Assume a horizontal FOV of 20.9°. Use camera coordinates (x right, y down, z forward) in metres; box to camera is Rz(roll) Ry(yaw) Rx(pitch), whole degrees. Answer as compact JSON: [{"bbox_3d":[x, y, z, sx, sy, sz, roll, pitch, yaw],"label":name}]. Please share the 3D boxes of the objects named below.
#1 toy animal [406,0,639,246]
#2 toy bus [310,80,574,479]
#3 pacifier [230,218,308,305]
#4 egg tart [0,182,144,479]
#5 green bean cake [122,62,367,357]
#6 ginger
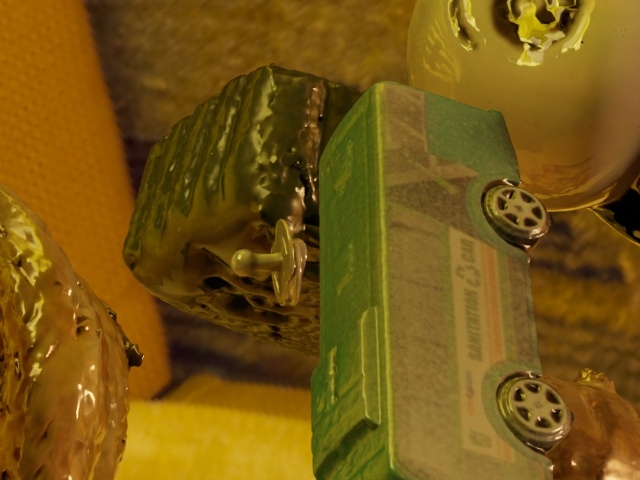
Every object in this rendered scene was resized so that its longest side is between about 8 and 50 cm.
[{"bbox_3d":[0.210,-0.106,1.163,0.310,0.251,0.251,13,129,4],"label":"toy animal"},{"bbox_3d":[0.053,0.044,0.816,0.109,0.261,0.091,18,134,-19],"label":"toy bus"},{"bbox_3d":[-0.044,0.023,1.483,0.064,0.068,0.083,-2,143,-12],"label":"pacifier"},{"bbox_3d":[-0.208,0.103,1.047,0.290,0.115,0.290,-14,70,43],"label":"egg tart"},{"bbox_3d":[0.000,0.000,1.731,0.335,0.218,0.319,22,153,-20],"label":"green bean cake"},{"bbox_3d":[0.276,0.245,1.379,0.375,0.236,0.166,20,143,-11],"label":"ginger"}]
